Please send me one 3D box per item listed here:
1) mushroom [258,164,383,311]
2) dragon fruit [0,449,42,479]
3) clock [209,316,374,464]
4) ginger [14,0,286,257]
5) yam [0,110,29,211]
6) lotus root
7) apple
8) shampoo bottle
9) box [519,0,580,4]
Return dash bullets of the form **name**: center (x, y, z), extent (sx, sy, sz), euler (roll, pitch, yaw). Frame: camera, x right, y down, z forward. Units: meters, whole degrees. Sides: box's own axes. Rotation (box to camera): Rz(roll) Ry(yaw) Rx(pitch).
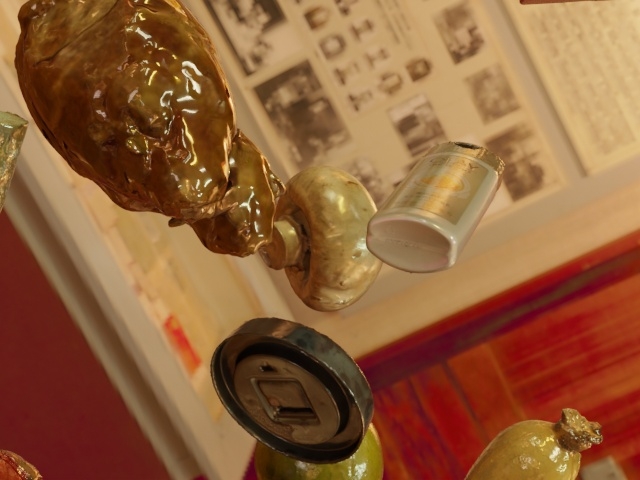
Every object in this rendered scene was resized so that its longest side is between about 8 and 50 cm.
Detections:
- **mushroom**: center (0.000, 0.000, 1.362), extent (0.166, 0.127, 0.166), euler (46, -35, 46)
- **dragon fruit**: center (-0.473, 0.412, 1.692), extent (0.148, 0.218, 0.224), euler (22, -38, 54)
- **clock**: center (-0.035, 0.186, 1.485), extent (0.215, 0.215, 0.042), euler (59, 43, -22)
- **ginger**: center (-0.156, -0.101, 1.049), extent (0.274, 0.152, 0.357), euler (61, -12, -15)
- **yam**: center (-0.509, -0.099, 1.766), extent (0.107, 0.194, 0.107), euler (19, 12, -4)
- **lotus root**: center (0.289, 0.363, 1.789), extent (0.131, 0.303, 0.146), euler (42, 21, 15)
- **apple**: center (0.001, 0.317, 1.750), extent (0.196, 0.196, 0.157), euler (-17, 114, -77)
- **shampoo bottle**: center (0.115, -0.036, 1.152), extent (0.227, 0.086, 0.056), euler (-47, 147, -60)
- **box**: center (0.356, -0.372, 1.656), extent (0.111, 0.156, 0.060), euler (120, -33, -79)
